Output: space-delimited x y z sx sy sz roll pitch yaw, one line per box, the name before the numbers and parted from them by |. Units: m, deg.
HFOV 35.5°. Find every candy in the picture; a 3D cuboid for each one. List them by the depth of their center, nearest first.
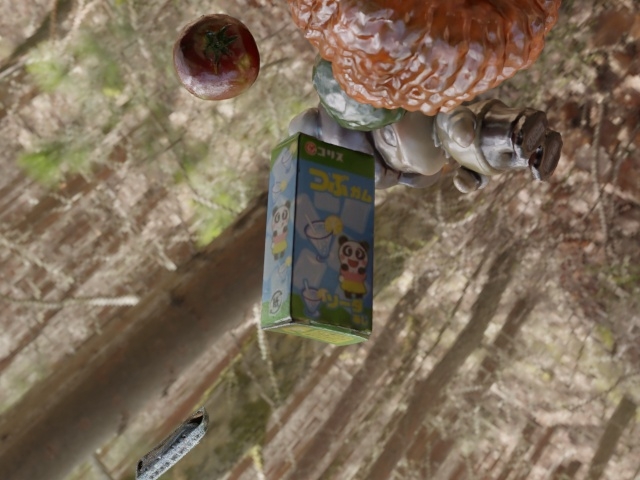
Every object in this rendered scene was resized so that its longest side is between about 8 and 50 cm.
candy | 0.000 0.000 0.986 0.097 0.194 0.062 14 158 -30

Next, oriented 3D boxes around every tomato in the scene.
tomato | -0.102 -0.176 0.977 0.087 0.087 0.075 38 164 10

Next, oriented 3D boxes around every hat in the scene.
hat | 0.082 -0.271 1.095 0.285 0.285 0.400 50 171 -6

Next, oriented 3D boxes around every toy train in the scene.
toy train | -0.264 0.372 1.816 0.047 0.043 0.207 30 121 -29

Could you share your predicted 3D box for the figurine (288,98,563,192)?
figurine | 0.153 -0.140 1.432 0.365 0.218 0.206 33 100 42
